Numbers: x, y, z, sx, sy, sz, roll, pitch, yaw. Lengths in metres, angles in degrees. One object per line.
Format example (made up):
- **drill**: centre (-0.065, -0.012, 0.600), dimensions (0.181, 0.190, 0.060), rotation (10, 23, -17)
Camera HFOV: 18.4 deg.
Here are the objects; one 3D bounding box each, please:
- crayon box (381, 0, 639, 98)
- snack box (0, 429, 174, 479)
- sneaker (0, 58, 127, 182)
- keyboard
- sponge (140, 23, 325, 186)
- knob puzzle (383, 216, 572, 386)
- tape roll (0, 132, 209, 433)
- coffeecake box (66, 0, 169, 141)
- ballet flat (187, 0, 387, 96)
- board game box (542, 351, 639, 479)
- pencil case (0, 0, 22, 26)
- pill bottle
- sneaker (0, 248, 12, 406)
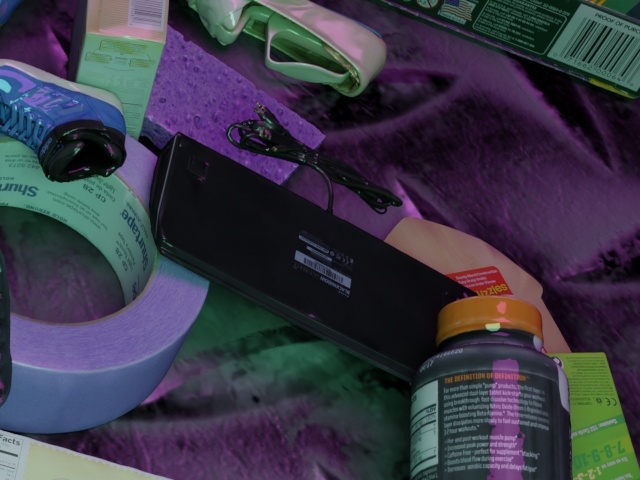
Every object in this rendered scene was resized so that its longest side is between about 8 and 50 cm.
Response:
- **crayon box**: centre (0.200, -0.345, 2.102), dimensions (0.363, 0.106, 0.313), rotation (20, 46, -10)
- **snack box**: centre (-0.183, 0.244, 1.428), dimensions (0.322, 0.060, 0.187), rotation (18, 47, -12)
- **sneaker**: centre (-0.225, -0.091, 1.572), dimensions (0.152, 0.058, 0.084), rotation (14, 38, -25)
- **keyboard**: centre (0.000, 0.000, 1.666), dimensions (0.317, 0.033, 0.201), rotation (29, 47, -22)
- **sponge**: centre (-0.110, -0.118, 1.800), dimensions (0.210, 0.031, 0.117), rotation (35, 45, 4)
- **knob puzzle**: centre (0.117, 0.062, 1.761), dimensions (0.213, 0.030, 0.213), rotation (14, 48, -16)
- **tape roll**: centre (-0.230, 0.017, 1.581), dimensions (0.275, 0.090, 0.275), rotation (14, 47, -15)
- **coffeecake box**: centre (-0.173, -0.176, 1.673), dimensions (0.068, 0.185, 0.142), rotation (7, 60, -11)
- **ballet flat**: centre (-0.054, -0.210, 1.881), dimensions (0.248, 0.086, 0.086), rotation (26, 45, -6)
- **board game box**: centre (0.216, 0.215, 1.657), dimensions (0.124, 0.039, 0.259), rotation (1, 58, -26)
- **pencil case**: centre (-0.301, -0.249, 1.754), dimensions (0.133, 0.119, 0.306), rotation (59, 38, -26)
- **pill bottle**: centre (0.135, 0.170, 1.569), dimensions (0.130, 0.130, 0.245), rotation (11, 63, -18)
- **sneaker**: centre (-0.326, 0.104, 1.363), dimensions (0.180, 0.124, 0.321), rotation (22, 68, 12)
